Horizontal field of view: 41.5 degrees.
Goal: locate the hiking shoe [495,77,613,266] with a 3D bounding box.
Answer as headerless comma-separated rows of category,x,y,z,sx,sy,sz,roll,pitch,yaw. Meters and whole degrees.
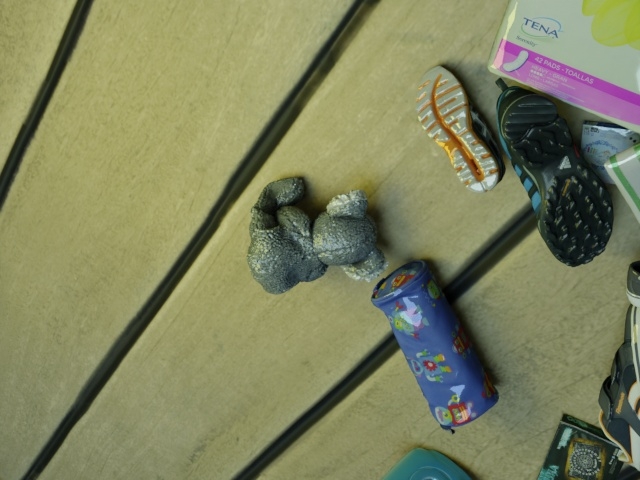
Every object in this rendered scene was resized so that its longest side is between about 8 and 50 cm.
hiking shoe,0.351,-0.102,1.263,0.113,0.132,0.304,-23,117,10

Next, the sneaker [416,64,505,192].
sneaker,0.220,-0.172,1.317,0.084,0.083,0.214,-28,83,33

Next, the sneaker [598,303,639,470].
sneaker,0.506,0.238,1.353,0.127,0.126,0.321,-1,109,44

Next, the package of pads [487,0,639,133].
package of pads,0.397,-0.288,1.130,0.297,0.101,0.229,26,127,15

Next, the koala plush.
koala plush,0.000,0.000,1.483,0.221,0.203,0.196,-6,114,19

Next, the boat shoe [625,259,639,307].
boat shoe,0.563,0.052,1.229,0.229,0.080,0.076,-1,127,26

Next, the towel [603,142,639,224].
towel,0.575,-0.083,1.121,0.325,0.038,0.248,-16,135,35

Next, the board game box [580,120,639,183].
board game box,0.432,-0.128,1.252,0.090,0.020,0.090,12,122,24

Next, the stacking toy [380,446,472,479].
stacking toy,0.202,0.581,1.724,0.175,0.166,0.301,36,141,27

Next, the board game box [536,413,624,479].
board game box,0.472,0.411,1.534,0.126,0.026,0.186,22,126,18

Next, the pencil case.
pencil case,0.199,0.187,1.504,0.133,0.119,0.306,-19,105,38
